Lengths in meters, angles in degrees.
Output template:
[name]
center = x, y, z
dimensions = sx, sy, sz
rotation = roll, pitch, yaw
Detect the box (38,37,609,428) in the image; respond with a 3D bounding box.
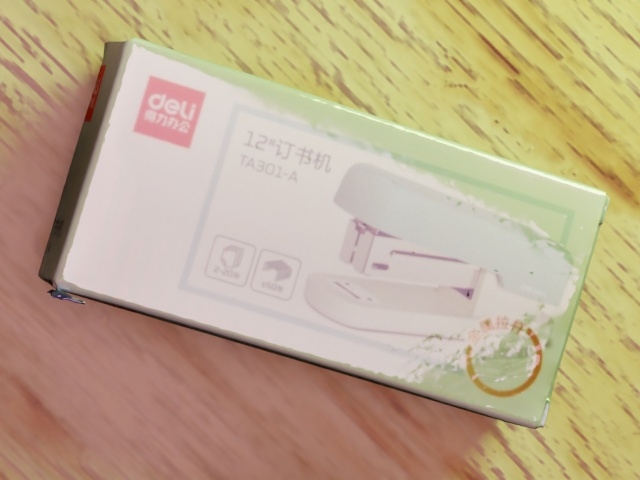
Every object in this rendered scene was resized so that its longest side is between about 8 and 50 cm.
[box]
center = 0.000, 0.000, 1.009
dimensions = 0.269, 0.079, 0.135
rotation = 18, 87, -10
